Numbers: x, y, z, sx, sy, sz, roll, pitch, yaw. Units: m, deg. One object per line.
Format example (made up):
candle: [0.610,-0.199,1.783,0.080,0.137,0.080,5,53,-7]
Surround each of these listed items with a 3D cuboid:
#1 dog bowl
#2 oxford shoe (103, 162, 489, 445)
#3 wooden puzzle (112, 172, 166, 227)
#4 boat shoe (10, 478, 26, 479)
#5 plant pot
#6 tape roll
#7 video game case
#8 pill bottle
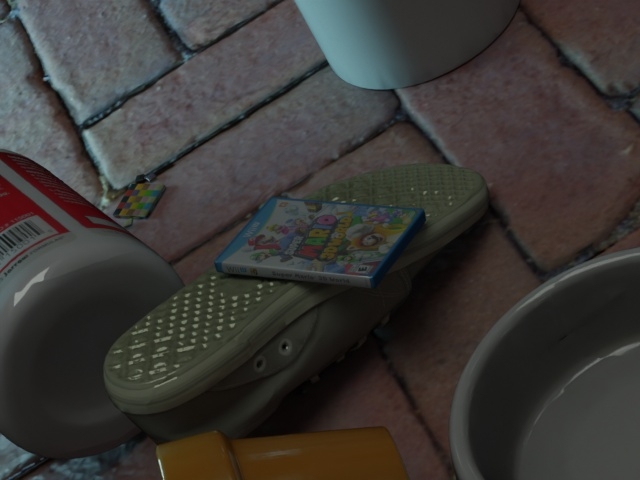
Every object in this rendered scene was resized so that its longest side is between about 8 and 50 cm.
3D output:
dog bowl: [0.262,0.146,1.404,0.349,0.102,0.348,-18,40,16]
oxford shoe: [-0.012,0.062,1.663,0.449,0.130,0.169,-36,33,-29]
wooden puzzle: [-0.206,-0.045,1.985,0.049,0.006,0.083,2,50,35]
boat shoe: [-0.315,0.295,1.646,0.066,0.066,0.183,-7,45,26]
plant pot: [-0.017,0.239,1.427,0.188,0.205,0.205,-17,39,-6]
tape roll: [0.085,-0.312,1.952,0.246,0.169,0.246,-18,42,17]
video game case: [0.000,0.000,1.621,0.166,0.015,0.119,5,35,28]
pill bottle: [-0.321,0.040,1.792,0.229,0.229,0.408,-42,39,-13]
